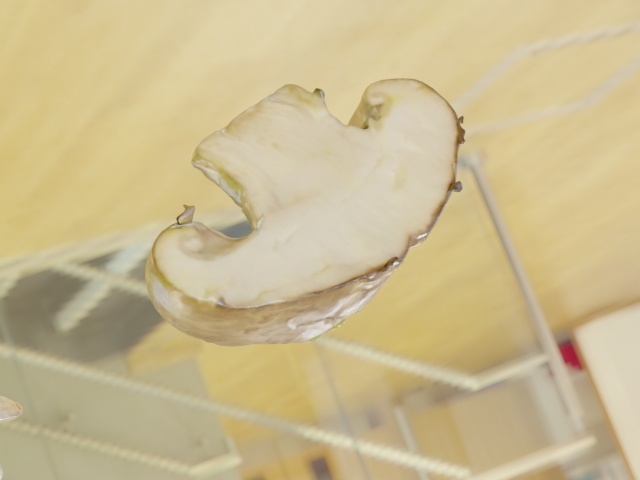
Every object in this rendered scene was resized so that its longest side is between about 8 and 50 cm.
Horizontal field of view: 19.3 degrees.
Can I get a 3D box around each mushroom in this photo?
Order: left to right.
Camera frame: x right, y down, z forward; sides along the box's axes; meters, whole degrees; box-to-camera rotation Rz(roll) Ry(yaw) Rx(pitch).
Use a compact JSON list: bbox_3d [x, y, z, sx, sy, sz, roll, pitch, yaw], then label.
[{"bbox_3d":[-0.018,0.002,1.297,0.286,0.156,0.151,-36,161,-39],"label":"mushroom"}]

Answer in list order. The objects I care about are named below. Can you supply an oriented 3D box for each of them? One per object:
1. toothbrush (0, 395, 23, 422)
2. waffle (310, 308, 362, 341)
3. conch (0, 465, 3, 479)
[{"bbox_3d":[-0.326,0.156,1.670,0.037,0.028,0.375,-41,172,6],"label":"toothbrush"},{"bbox_3d":[0.000,0.000,1.777,0.036,0.169,0.183,-4,-162,34],"label":"waffle"},{"bbox_3d":[-0.438,0.189,2.121,0.121,0.221,0.185,-35,166,16],"label":"conch"}]
